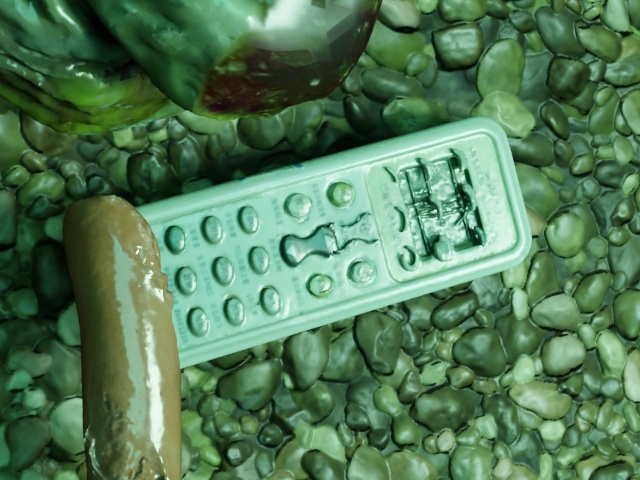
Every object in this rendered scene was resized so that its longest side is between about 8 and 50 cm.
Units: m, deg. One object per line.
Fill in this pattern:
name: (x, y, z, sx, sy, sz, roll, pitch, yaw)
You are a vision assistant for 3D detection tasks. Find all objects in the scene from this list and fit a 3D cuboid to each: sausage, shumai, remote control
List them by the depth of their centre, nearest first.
shumai: (-0.085, -0.208, 0.975, 0.309, 0.263, 0.303, -16, 113, -52)
sausage: (-0.139, 0.129, 1.047, 0.079, 0.087, 0.326, -5, 94, -59)
remote control: (0.000, 0.000, 1.153, 0.335, 0.065, 0.128, -16, 92, -16)
